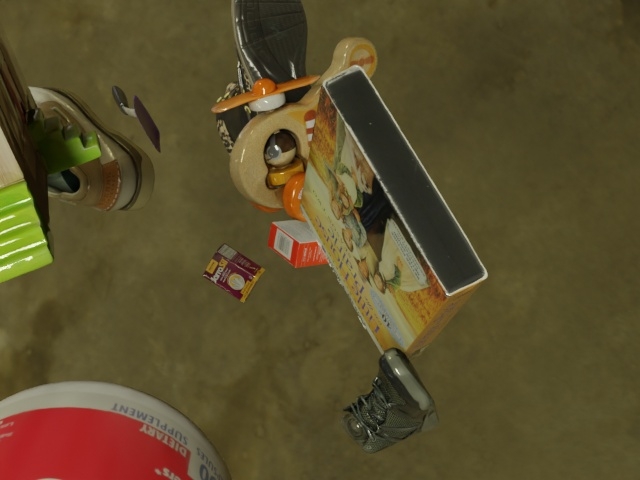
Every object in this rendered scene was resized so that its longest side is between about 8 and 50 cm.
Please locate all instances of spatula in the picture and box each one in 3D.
[{"bbox_3d":[-0.323,-0.225,1.639,0.030,0.084,0.296,-35,31,-9],"label":"spatula"}]

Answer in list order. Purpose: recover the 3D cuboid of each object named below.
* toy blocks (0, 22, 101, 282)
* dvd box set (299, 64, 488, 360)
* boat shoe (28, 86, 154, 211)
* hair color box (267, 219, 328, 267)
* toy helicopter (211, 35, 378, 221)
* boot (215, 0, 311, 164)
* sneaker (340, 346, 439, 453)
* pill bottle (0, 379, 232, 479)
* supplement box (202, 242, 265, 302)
[{"bbox_3d":[-0.307,-0.147,0.740,0.190,0.261,0.381,-21,26,-7],"label":"toy blocks"},{"bbox_3d":[0.077,-0.008,1.305,0.062,0.420,0.308,-26,76,-13],"label":"dvd box set"},{"bbox_3d":[-0.339,-0.124,1.200,0.302,0.103,0.113,26,109,35],"label":"boat shoe"},{"bbox_3d":[0.000,0.000,1.733,0.093,0.167,0.053,36,124,45],"label":"hair color box"},{"bbox_3d":[-0.030,-0.219,1.619,0.140,0.235,0.355,16,64,51],"label":"toy helicopter"},{"bbox_3d":[-0.116,-0.305,1.794,0.284,0.138,0.378,-7,99,68],"label":"boot"},{"bbox_3d":[0.089,0.230,1.325,0.130,0.227,0.087,-28,62,-4],"label":"sneaker"},{"bbox_3d":[-0.170,0.273,0.553,0.229,0.229,0.408,-46,16,15],"label":"pill bottle"},{"bbox_3d":[-0.142,0.053,1.574,0.083,0.043,0.055,32,115,2],"label":"supplement box"}]
